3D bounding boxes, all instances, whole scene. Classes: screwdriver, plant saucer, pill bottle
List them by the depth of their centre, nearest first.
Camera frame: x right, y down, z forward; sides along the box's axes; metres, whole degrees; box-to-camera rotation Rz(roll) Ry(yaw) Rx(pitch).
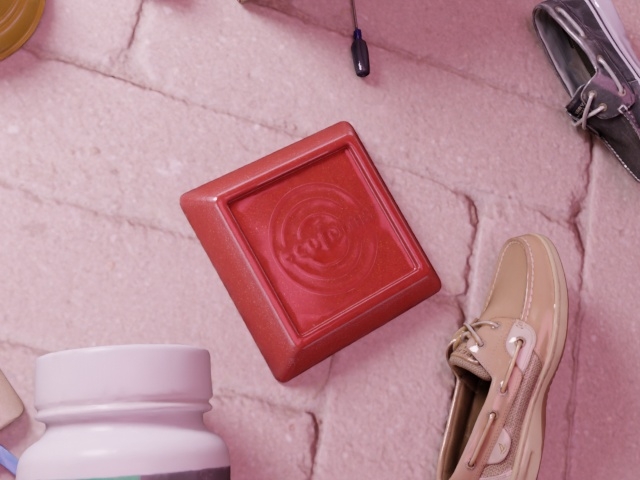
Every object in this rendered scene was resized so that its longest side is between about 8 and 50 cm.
[{"bbox_3d":[-0.184,0.289,0.765,0.204,0.204,0.361,0,76,-18],"label":"pill bottle"},{"bbox_3d":[0.000,0.000,0.988,0.258,0.048,0.259,-28,85,-23],"label":"plant saucer"},{"bbox_3d":[0.050,-0.300,1.102,0.025,0.024,0.170,18,60,-44],"label":"screwdriver"}]

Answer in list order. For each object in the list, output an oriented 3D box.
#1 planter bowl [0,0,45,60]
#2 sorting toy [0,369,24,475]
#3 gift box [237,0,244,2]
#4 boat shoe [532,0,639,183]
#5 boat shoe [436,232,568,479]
[{"bbox_3d":[-0.411,-0.304,0.882,0.217,0.090,0.217,1,87,-23],"label":"planter bowl"},{"bbox_3d":[-0.430,0.153,0.803,0.196,0.047,0.347,-34,88,-23],"label":"sorting toy"},{"bbox_3d":[-0.037,-0.501,0.998,0.258,0.255,0.276,-28,90,-21],"label":"gift box"},{"bbox_3d":[0.401,-0.206,1.152,0.119,0.121,0.335,-18,71,-14],"label":"boat shoe"},{"bbox_3d":[0.217,0.145,0.981,0.110,0.121,0.341,16,73,-15],"label":"boat shoe"}]
